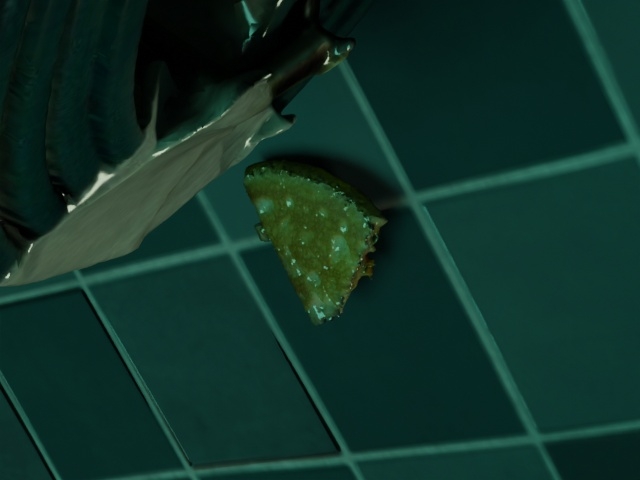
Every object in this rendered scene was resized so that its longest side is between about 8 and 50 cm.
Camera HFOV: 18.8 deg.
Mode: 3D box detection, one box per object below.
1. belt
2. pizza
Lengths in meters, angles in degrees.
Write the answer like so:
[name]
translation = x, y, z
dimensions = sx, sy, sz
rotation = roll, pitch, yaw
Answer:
[belt]
translation = -0.048, -0.167, 0.572
dimensions = 0.173, 0.300, 0.436
rotation = 39, 139, 14
[pizza]
translation = 0.000, -0.001, 0.870
dimensions = 0.083, 0.025, 0.078
rotation = 24, 129, 37
